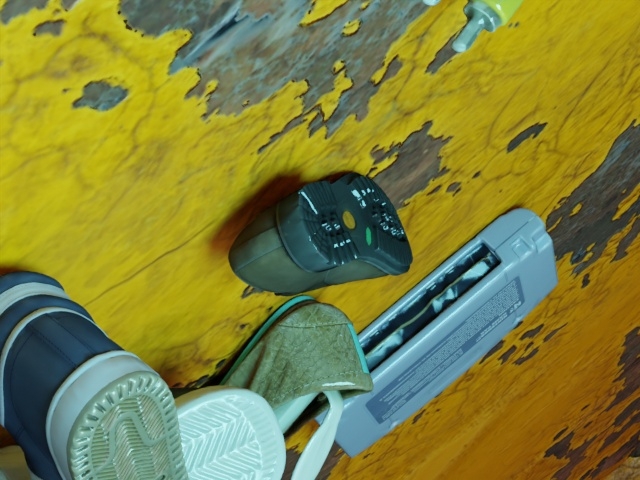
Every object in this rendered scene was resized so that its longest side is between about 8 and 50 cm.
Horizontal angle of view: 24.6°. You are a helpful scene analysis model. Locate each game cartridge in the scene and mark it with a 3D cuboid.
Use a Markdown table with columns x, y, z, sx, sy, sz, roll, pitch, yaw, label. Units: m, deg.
| x | y | z | sx | sy | sz | roll | pitch | yaw | label |
| --- | --- | --- | --- | --- | --- | --- | --- | --- | --- |
| 0.116 | 0.100 | 1.495 | 0.294 | 0.060 | 0.196 | -39 | 154 | -4 | game cartridge |

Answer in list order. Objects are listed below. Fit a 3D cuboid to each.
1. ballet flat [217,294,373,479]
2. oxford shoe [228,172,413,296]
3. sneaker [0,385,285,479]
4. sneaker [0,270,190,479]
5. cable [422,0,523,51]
| x | y | z | sx | sy | sz | roll | pitch | yaw | label |
| --- | --- | --- | --- | --- | --- | --- | --- | --- | --- |
| -0.079 | 0.202 | 1.272 | 0.342 | 0.124 | 0.116 | -46 | 155 | 11 | ballet flat |
| 0.000 | 0.000 | 1.120 | 0.096 | 0.083 | 0.227 | -26 | 166 | 24 | oxford shoe |
| -0.203 | 0.201 | 1.095 | 0.350 | 0.131 | 0.148 | -14 | -179 | -24 | sneaker |
| -0.164 | 0.137 | 0.956 | 0.099 | 0.153 | 0.282 | -34 | 147 | -30 | sneaker |
| 0.174 | -0.253 | 0.983 | 0.287 | 0.072 | 0.139 | -45 | 143 | -24 | cable |
